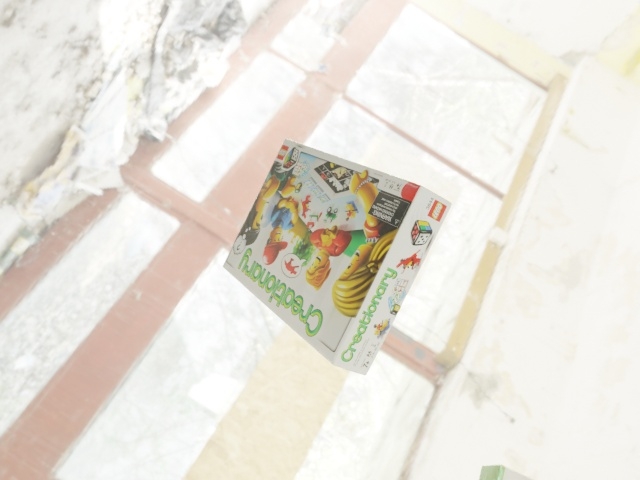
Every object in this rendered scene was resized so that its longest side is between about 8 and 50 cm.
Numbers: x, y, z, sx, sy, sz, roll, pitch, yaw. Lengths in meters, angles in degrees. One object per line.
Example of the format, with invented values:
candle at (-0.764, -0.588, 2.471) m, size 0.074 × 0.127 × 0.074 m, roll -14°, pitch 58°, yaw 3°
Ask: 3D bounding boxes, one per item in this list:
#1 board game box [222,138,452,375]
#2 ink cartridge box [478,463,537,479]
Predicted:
board game box at (0.000, 0.000, 0.776) m, size 0.305 × 0.053 × 0.193 m, roll 29°, pitch -86°, yaw 57°
ink cartridge box at (0.307, 0.420, 0.887) m, size 0.056 × 0.235 × 0.171 m, roll 128°, pitch -14°, yaw -64°
